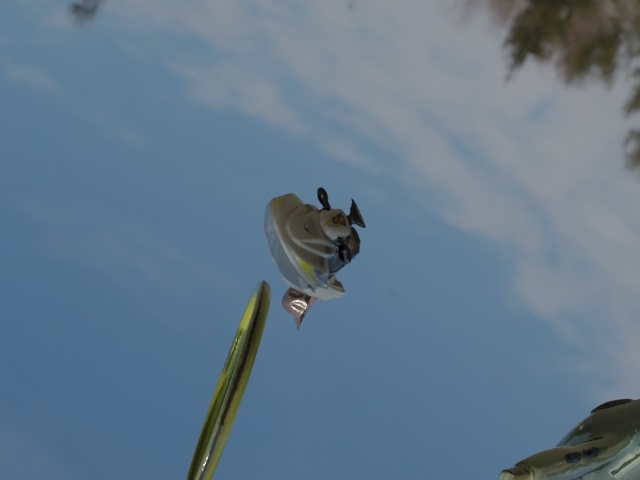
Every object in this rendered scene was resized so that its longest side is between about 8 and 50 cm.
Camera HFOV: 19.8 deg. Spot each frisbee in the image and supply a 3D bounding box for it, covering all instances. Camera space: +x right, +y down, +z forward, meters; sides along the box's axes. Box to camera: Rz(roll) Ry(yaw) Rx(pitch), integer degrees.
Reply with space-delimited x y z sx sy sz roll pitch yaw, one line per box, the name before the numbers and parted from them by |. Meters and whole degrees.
frisbee | -0.090 0.150 1.755 0.017 0.236 0.236 19 -162 -5

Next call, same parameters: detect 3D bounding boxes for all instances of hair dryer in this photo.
hair dryer | 0.379 0.230 2.182 0.119 0.296 0.298 65 -162 14

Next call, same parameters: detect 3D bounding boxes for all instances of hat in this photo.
hat | -0.035 0.093 2.683 0.042 0.058 0.087 29 165 9

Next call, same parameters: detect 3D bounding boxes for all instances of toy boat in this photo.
toy boat | -0.005 0.003 2.500 0.141 0.141 0.269 26 169 6
